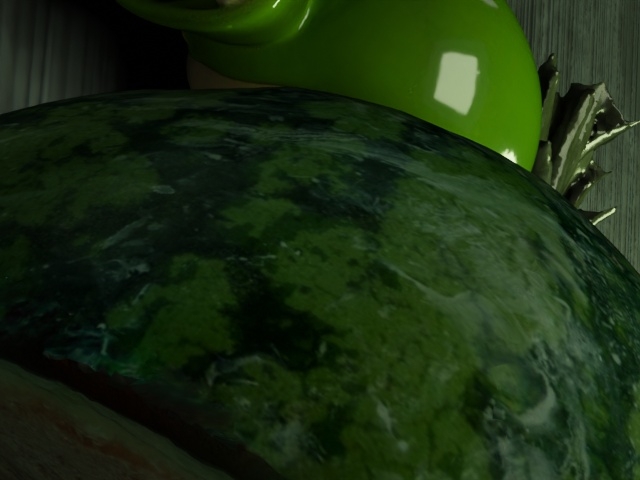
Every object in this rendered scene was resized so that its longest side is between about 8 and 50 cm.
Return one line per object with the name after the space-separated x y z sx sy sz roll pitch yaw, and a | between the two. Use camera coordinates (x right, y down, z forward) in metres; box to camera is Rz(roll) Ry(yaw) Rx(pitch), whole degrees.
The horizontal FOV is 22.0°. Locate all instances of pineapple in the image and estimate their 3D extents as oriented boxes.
0.107 0.037 0.926 0.130 0.119 0.277 20 63 -16 | pineapple

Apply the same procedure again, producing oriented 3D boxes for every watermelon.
0.009 0.060 0.454 0.305 0.180 0.224 43 16 -21 | watermelon

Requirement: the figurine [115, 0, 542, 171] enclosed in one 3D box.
-0.007 -0.083 0.650 0.143 0.162 0.263 -44 131 -1 | figurine
